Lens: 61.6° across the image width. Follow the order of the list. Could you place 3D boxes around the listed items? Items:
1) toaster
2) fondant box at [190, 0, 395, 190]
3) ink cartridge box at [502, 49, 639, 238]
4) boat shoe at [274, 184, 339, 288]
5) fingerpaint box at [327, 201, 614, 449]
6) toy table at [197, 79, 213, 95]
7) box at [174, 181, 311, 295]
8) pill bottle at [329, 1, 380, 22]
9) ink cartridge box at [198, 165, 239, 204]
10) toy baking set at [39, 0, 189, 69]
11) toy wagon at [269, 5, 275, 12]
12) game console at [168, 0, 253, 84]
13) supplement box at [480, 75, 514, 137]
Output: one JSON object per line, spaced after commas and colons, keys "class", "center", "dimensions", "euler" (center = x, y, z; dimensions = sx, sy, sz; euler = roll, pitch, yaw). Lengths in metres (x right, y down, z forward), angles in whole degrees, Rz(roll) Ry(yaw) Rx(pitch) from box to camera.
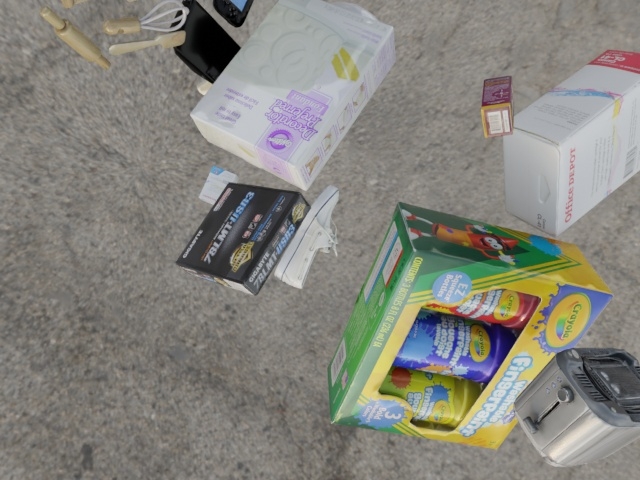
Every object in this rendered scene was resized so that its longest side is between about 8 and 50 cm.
{"class": "toaster", "center": [0.399, 0.245, 0.794], "dimensions": [0.227, 0.129, 0.146], "euler": [6, 131, -32]}
{"class": "fondant box", "center": [-0.044, -0.288, 1.003], "dimensions": [0.238, 0.096, 0.330], "euler": [29, 77, 19]}
{"class": "ink cartridge box", "center": [0.501, -0.188, 1.025], "dimensions": [0.306, 0.131, 0.226], "euler": [-33, 132, -16]}
{"class": "boat shoe", "center": [-0.002, 0.001, 1.811], "dimensions": [0.157, 0.136, 0.366], "euler": [30, 90, 8]}
{"class": "fingerpaint box", "center": [0.254, 0.188, 1.035], "dimensions": [0.372, 0.163, 0.444], "euler": [13, 122, -11]}
{"class": "toy table", "center": [-0.257, -0.517, 1.769], "dimensions": [0.252, 0.274, 0.161], "euler": [-40, 136, 1]}
{"class": "box", "center": [-0.214, -0.016, 1.462], "dimensions": [0.295, 0.294, 0.073], "euler": [-59, 138, -20]}
{"class": "pill bottle", "center": [0.010, -0.340, 1.167], "dimensions": [0.182, 0.182, 0.322], "euler": [32, 73, -19]}
{"class": "ink cartridge box", "center": [-0.344, -0.177, 1.819], "dimensions": [0.089, 0.052, 0.122], "euler": [23, 82, 5]}
{"class": "toy baking set", "center": [-0.318, -0.360, 0.876], "dimensions": [0.197, 0.256, 0.030], "euler": [-32, 74, -1]}
{"class": "toy wagon", "center": [-0.069, -0.485, 1.470], "dimensions": [0.068, 0.344, 0.267], "euler": [-34, 103, -9]}
{"class": "game console", "center": [-0.241, -0.579, 1.342], "dimensions": [0.213, 0.044, 0.360], "euler": [33, 76, -58]}
{"class": "supplement box", "center": [0.273, -0.205, 0.824], "dimensions": [0.055, 0.043, 0.083], "euler": [63, 34, -42]}
